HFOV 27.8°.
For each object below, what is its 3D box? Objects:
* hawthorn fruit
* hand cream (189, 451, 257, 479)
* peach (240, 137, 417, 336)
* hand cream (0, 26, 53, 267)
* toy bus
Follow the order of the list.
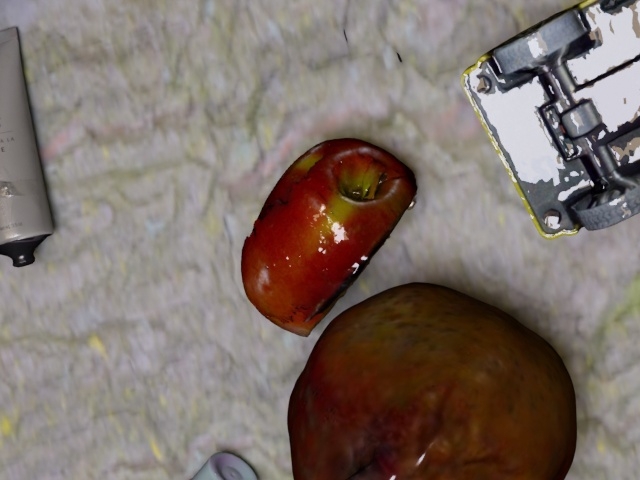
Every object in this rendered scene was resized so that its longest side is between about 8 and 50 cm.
[{"bbox_3d":[0.064,0.138,0.883,0.208,0.248,0.208,4,101,19],"label":"hawthorn fruit"},{"bbox_3d":[-0.116,0.245,1.048,0.076,0.047,0.174,38,113,5],"label":"hand cream"},{"bbox_3d":[-0.004,-0.005,0.959,0.092,0.127,0.172,39,130,-3],"label":"peach"},{"bbox_3d":[-0.258,-0.070,1.032,0.087,0.054,0.186,-16,87,10],"label":"hand cream"},{"bbox_3d":[0.269,-0.134,0.848,0.330,0.152,0.144,-26,97,17],"label":"toy bus"}]
